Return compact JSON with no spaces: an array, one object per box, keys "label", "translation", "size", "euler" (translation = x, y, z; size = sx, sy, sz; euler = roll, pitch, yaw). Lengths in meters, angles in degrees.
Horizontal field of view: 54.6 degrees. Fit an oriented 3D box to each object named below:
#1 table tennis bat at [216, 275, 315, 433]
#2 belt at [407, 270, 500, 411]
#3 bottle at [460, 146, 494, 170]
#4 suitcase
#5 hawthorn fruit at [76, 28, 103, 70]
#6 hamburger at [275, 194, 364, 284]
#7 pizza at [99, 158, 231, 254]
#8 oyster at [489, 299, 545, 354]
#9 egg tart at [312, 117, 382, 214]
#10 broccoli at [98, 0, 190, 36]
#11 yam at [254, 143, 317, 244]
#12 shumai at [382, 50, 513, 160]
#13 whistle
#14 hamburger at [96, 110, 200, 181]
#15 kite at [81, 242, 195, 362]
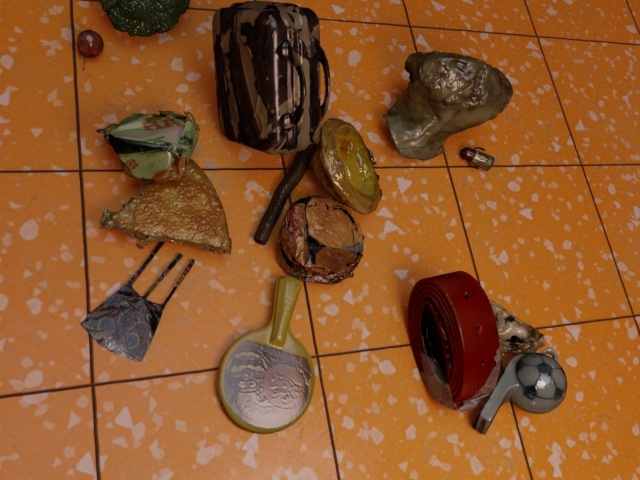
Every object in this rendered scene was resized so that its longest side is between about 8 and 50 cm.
[{"label":"table tennis bat","translation":[-0.105,0.253,1.420],"size":[0.224,0.054,0.368],"euler":[19,68,-13]},{"label":"belt","translation":[0.316,0.239,1.481],"size":[0.115,0.227,0.323],"euler":[-9,91,-23]},{"label":"bottle","translation":[0.460,-0.243,1.828],"size":[0.101,0.047,0.063],"euler":[22,54,-8]},{"label":"suitcase","translation":[-0.101,-0.380,1.474],"size":[0.194,0.339,0.351],"euler":[-19,120,-35]},{"label":"hawthorn fruit","translation":[-0.582,-0.474,1.547],"size":[0.067,0.067,0.103],"euler":[22,89,-10]},{"label":"hamburger","translation":[0.000,0.000,1.532],"size":[0.231,0.107,0.230],"euler":[9,62,-18]},{"label":"pizza","translation":[-0.370,-0.068,1.445],"size":[0.288,0.075,0.279],"euler":[-10,68,-24]},{"label":"oyster","translation":[0.446,0.205,1.630],"size":[0.294,0.094,0.166],"euler":[44,42,13]},{"label":"egg tart","translation":[0.065,-0.187,1.601],"size":[0.279,0.095,0.278],"euler":[39,40,-44]},{"label":"broccoli","translation":[-0.463,-0.659,1.578],"size":[0.270,0.269,0.270],"euler":[31,57,28]},{"label":"yam","translation":[-0.088,-0.128,1.586],"size":[0.045,0.045,0.326],"euler":[45,57,-35]},{"label":"shumai","translation":[0.350,-0.354,1.733],"size":[0.330,0.292,0.288],"euler":[11,95,-14]},{"label":"whistle","translation":[0.515,0.379,1.536],"size":[0.163,0.163,0.289],"euler":[42,62,0]},{"label":"hamburger","translation":[-0.405,-0.229,1.449],"size":[0.235,0.125,0.214],"euler":[-5,32,0]},{"label":"kite","translation":[-0.392,0.122,1.388],"size":[0.152,0.015,0.285],"euler":[33,62,-5]}]
